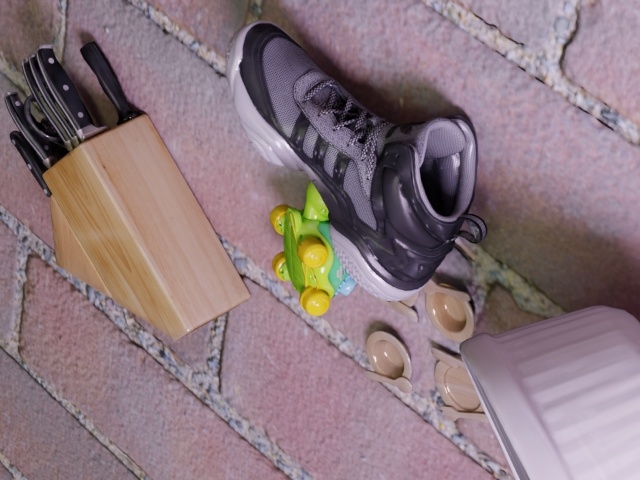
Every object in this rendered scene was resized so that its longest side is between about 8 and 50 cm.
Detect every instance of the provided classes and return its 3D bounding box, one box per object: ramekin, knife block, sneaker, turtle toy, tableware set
[{"bbox_3d":[0.216,0.172,1.372,0.273,0.127,0.273,154,90,-90],"label":"ramekin"},{"bbox_3d":[-0.194,-0.064,1.806,0.276,0.088,0.242,29,134,36],"label":"knife block"},{"bbox_3d":[0.038,-0.089,1.519,0.268,0.101,0.153,56,139,1],"label":"sneaker"},{"bbox_3d":[0.000,0.000,1.640,0.095,0.066,0.130,-130,34,-54],"label":"turtle toy"},{"bbox_3d":[0.091,0.083,1.629,0.141,0.020,0.168,20,128,41],"label":"tableware set"}]
